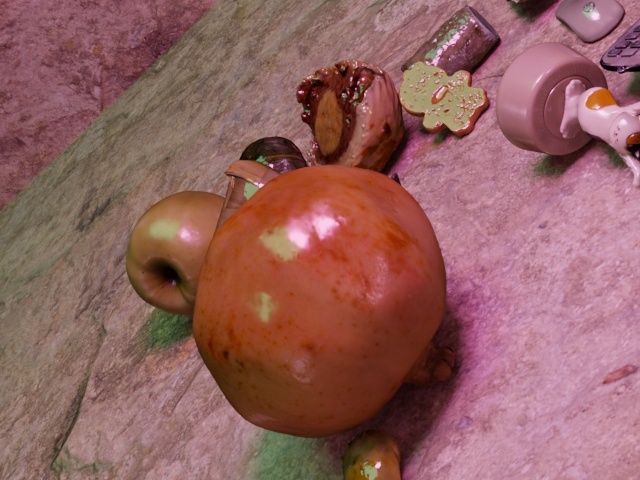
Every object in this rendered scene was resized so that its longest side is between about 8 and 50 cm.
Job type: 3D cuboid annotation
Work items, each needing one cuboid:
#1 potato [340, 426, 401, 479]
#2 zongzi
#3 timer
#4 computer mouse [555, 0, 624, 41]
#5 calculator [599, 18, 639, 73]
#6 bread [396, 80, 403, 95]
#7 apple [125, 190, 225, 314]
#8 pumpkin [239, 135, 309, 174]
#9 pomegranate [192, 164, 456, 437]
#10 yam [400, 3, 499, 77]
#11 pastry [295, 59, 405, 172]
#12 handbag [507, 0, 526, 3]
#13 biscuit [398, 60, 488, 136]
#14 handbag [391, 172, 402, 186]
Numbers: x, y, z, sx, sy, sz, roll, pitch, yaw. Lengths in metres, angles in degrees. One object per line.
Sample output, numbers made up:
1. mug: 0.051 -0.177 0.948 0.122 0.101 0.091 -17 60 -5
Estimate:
1. potato: 0.073 0.321 1.554 0.092 0.070 0.138 -37 29 24
2. zongzi: -0.064 0.005 1.855 0.256 0.115 0.228 21 99 22
3. timer: 0.402 -0.184 1.650 0.175 0.175 0.266 -49 33 -2
4. computer mouse: 0.465 -0.412 1.970 0.089 0.056 0.181 -39 27 8
5. calculator: 0.542 -0.328 1.691 0.268 0.040 0.177 -36 22 -17
6. bread: 0.189 -0.310 2.273 0.070 0.035 0.083 -54 24 -15
7. apple: -0.269 0.022 2.283 0.262 0.262 0.262 -36 29 23
8. pumpkin: -0.077 -0.100 2.191 0.157 0.223 0.223 -19 30 2
9. pomegranate: 0.014 0.100 1.632 0.411 0.411 0.411 -36 29 23
10. yam: 0.257 -0.366 2.170 0.194 0.107 0.107 -45 26 4
11. pastry: 0.076 -0.224 2.184 0.256 0.170 0.236 -8 87 58
12. handbag: 0.460 -0.580 2.148 0.316 0.109 0.253 -44 22 9
13. biscuit: 0.222 -0.261 2.074 0.184 0.027 0.133 17 78 29
14. handbag: -0.002 -0.001 1.982 0.302 0.178 0.275 -29 33 34
